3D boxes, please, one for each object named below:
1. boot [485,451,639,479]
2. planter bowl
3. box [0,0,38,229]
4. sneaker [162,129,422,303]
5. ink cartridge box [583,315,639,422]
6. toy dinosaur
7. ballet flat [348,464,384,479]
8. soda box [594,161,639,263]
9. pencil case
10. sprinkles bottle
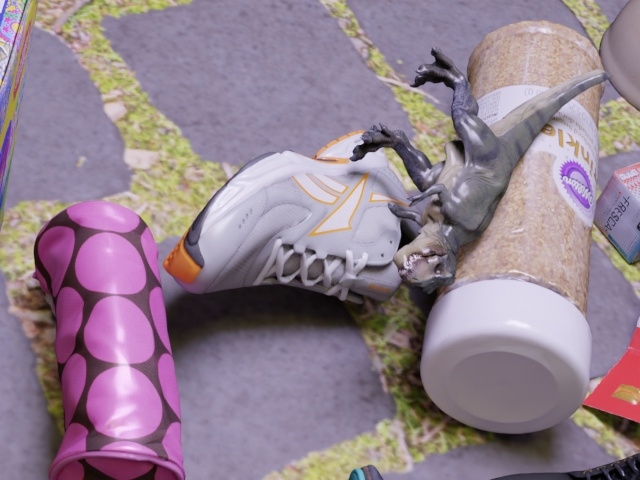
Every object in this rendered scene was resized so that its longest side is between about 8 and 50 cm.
[{"bbox_3d":[0.201,0.161,1.029,0.197,0.137,0.077,3,49,-17],"label":"boot"},{"bbox_3d":[0.358,-0.193,1.418,0.162,0.109,0.162,11,48,-12],"label":"planter bowl"},{"bbox_3d":[-0.333,-0.076,0.938,0.279,0.290,0.177,12,47,-9],"label":"box"},{"bbox_3d":[0.000,0.000,1.102,0.121,0.099,0.262,49,37,12],"label":"sneaker"},{"bbox_3d":[0.331,0.072,1.165,0.181,0.056,0.224,16,38,34],"label":"ink cartridge box"},{"bbox_3d":[0.100,-0.068,1.107,0.118,0.064,0.268,37,59,6],"label":"toy dinosaur"},{"bbox_3d":[0.050,0.239,0.953,0.074,0.074,0.203,10,54,-12],"label":"ballet flat"},{"bbox_3d":[0.323,-0.042,1.307,0.183,0.058,0.063,-19,59,-31],"label":"soda box"},{"bbox_3d":[-0.146,0.080,1.009,0.095,0.098,0.209,45,26,-46],"label":"pencil case"},{"bbox_3d":[0.156,-0.022,1.185,0.121,0.121,0.355,17,46,-5],"label":"sprinkles bottle"}]
